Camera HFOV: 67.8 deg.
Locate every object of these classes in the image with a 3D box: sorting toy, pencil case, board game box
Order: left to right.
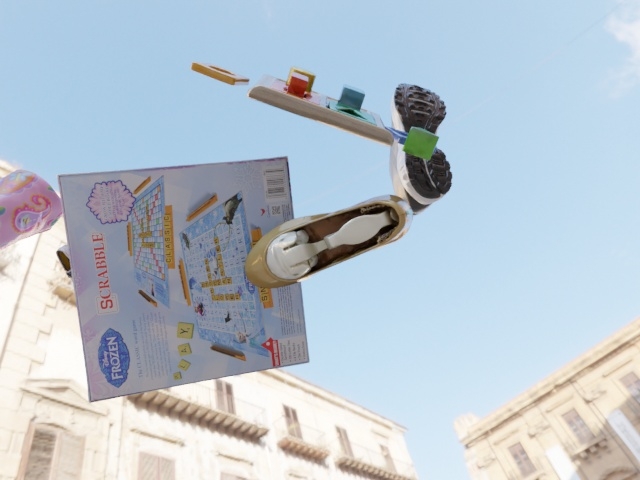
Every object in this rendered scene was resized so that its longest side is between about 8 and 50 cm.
[{"bbox_3d":[-0.567,-0.012,0.766,0.124,0.284,0.124,13,-54,19],"label":"pencil case"},{"bbox_3d":[-0.190,0.048,0.706,0.317,0.066,0.319,-6,-86,-13],"label":"board game box"},{"bbox_3d":[0.004,-0.188,0.626,0.347,0.196,0.047,17,-69,-8],"label":"sorting toy"}]

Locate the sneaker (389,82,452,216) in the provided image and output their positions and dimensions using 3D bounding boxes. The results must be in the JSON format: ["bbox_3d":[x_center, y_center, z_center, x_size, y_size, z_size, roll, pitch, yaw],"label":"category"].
[{"bbox_3d":[0.157,-0.165,0.827,0.100,0.272,0.108,11,-30,-10],"label":"sneaker"}]

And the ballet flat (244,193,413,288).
[{"bbox_3d":[0.000,0.000,0.585,0.232,0.073,0.080,-24,-89,11],"label":"ballet flat"}]

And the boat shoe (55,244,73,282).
[{"bbox_3d":[-0.460,0.057,0.885,0.035,0.035,0.100,-19,-77,6],"label":"boat shoe"}]
